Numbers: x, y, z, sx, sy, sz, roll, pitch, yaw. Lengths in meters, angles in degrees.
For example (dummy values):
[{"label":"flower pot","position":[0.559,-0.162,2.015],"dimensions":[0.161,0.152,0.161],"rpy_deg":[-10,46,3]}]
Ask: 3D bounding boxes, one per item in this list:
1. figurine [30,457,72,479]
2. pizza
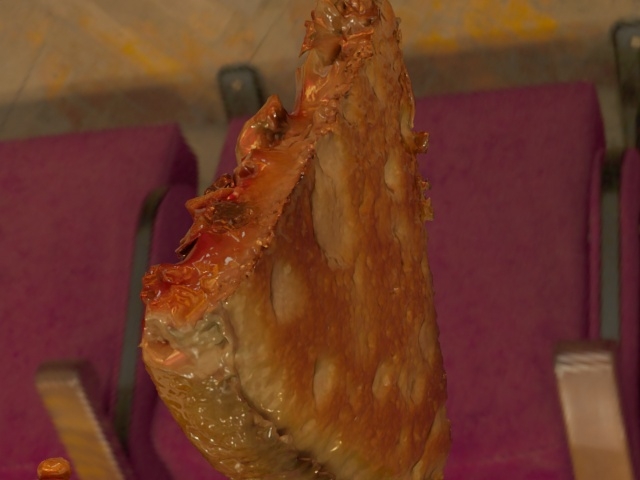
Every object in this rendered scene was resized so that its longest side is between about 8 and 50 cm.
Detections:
[{"label":"figurine","position":[-0.268,0.393,1.506],"dimensions":[0.323,0.196,0.320],"rpy_deg":[47,106,21]},{"label":"pizza","position":[0.000,0.000,1.049],"dimensions":[0.130,0.406,0.440],"rpy_deg":[-2,158,24]}]
